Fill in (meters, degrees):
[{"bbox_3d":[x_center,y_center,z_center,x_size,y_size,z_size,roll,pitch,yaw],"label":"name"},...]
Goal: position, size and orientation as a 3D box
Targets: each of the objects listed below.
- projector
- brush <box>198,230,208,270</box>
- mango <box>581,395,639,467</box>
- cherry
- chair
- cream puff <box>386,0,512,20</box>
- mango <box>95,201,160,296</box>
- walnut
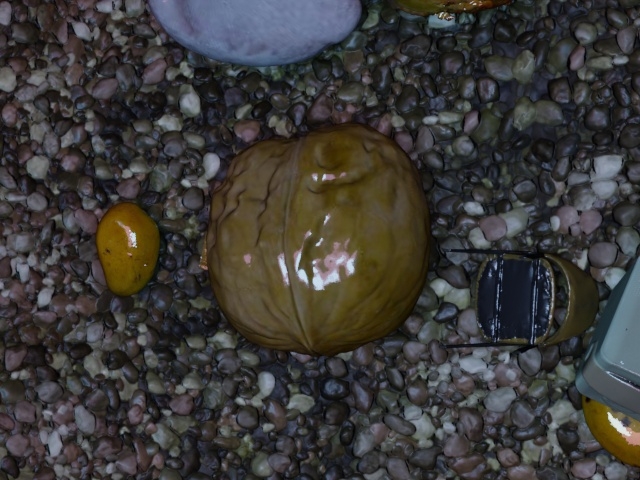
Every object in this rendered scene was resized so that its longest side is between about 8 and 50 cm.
[{"bbox_3d":[0.502,0.161,1.594,0.163,0.177,0.242,24,67,9],"label":"projector"},{"bbox_3d":[-0.046,0.046,1.813,0.337,0.020,0.085,11,91,9],"label":"brush"},{"bbox_3d":[0.493,0.291,1.680,0.178,0.090,0.115,42,85,11],"label":"mango"},{"bbox_3d":[-0.117,-0.426,1.689,0.326,0.291,0.335,-35,99,-8],"label":"cherry"},{"bbox_3d":[0.323,0.096,1.673,0.172,0.247,0.158,3,91,34],"label":"chair"},{"bbox_3d":[0.212,-0.525,1.655,0.351,0.228,0.350,1,113,2],"label":"cream puff"},{"bbox_3d":[-0.336,0.015,1.831,0.115,0.089,0.165,-11,91,12],"label":"mango"},{"bbox_3d":[0.000,0.000,1.637,0.354,0.308,0.397,-10,51,26],"label":"walnut"}]
